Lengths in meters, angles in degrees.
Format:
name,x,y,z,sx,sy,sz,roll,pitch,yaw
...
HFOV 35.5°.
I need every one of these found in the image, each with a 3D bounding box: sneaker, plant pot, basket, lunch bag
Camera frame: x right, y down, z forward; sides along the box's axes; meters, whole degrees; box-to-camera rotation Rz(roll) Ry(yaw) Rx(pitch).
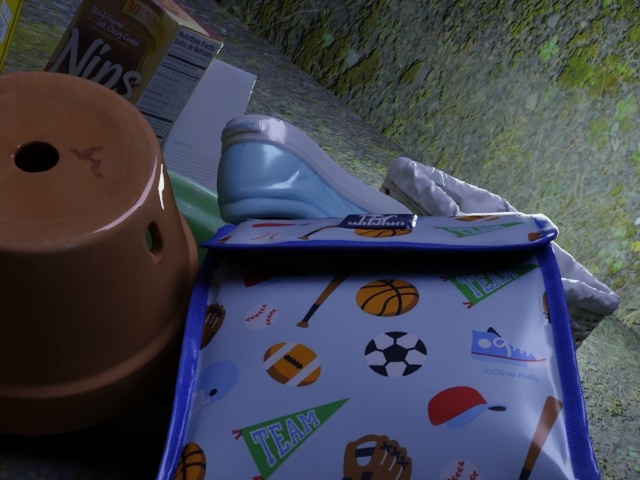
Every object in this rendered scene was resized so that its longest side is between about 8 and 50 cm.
name,x,y,z,sx,sy,sz,roll,pitch,yaw
sneaker,0.000,0.000,1.205,0.135,0.150,0.366,-11,-32,42
plant pot,-0.244,-0.008,0.869,0.291,0.203,0.291,6,50,-7
basket,0.242,0.077,1.656,0.328,0.266,0.331,16,25,-47
lunch bag,0.052,0.111,0.866,0.328,0.239,0.385,-1,41,7

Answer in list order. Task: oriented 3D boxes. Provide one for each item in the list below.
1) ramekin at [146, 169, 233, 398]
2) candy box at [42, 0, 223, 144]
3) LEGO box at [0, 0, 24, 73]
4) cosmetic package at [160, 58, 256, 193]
name,x,y,z,sx,sy,sz,roll,pitch,yaw
ramekin,-0.169,0.050,1.166,0.303,0.148,0.303,31,17,-11
candy box,-0.281,-0.180,1.299,0.183,0.316,0.087,44,19,31
LEGO box,-0.466,-0.182,0.820,0.500,0.372,0.193,-114,-176,-61
cosmetic package,-0.241,-0.169,1.407,0.224,0.224,0.138,24,8,35
